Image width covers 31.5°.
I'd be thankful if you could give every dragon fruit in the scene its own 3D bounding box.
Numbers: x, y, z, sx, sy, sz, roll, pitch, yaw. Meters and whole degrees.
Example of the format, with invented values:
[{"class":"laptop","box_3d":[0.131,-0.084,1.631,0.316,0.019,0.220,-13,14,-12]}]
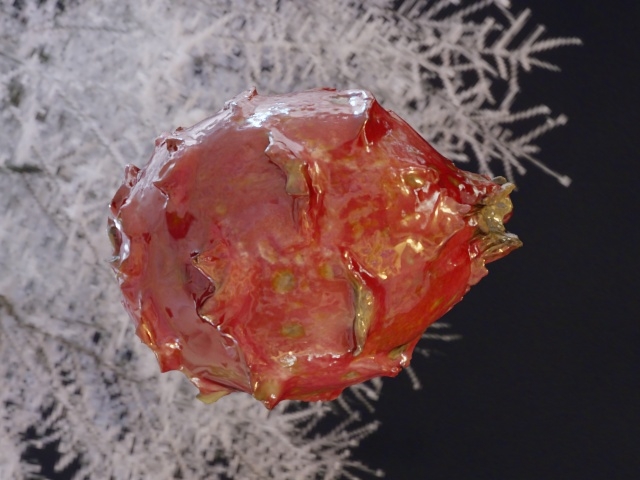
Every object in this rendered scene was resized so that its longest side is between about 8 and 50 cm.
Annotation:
[{"class":"dragon fruit","box_3d":[0.000,0.000,0.718,0.268,0.210,0.205,-7,-107,-5]}]
